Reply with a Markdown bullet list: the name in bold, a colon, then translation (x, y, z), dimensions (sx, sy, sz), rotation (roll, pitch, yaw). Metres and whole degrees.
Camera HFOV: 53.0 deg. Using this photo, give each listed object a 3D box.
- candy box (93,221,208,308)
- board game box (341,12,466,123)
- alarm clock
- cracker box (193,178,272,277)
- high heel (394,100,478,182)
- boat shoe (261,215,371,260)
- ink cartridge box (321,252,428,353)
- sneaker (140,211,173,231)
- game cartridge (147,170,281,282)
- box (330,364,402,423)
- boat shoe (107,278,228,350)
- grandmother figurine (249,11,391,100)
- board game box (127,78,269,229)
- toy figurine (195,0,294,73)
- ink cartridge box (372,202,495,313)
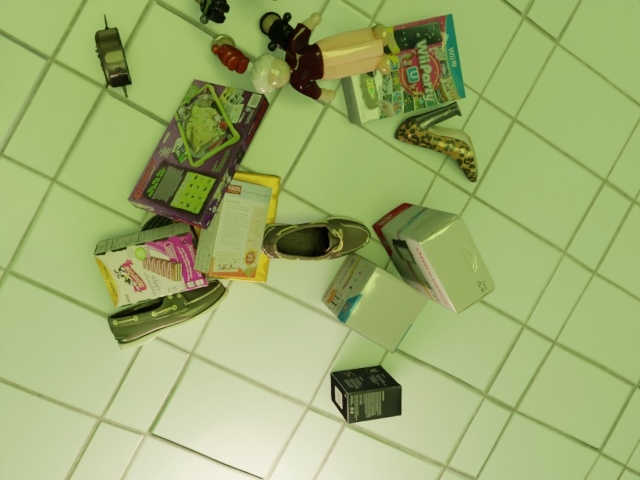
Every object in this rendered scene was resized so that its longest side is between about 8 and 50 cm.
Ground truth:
- **candy box**: translation (-0.405, 0.057, 1.554), dimensions (0.233, 0.071, 0.159), rotation (-14, 119, -3)
- **board game box**: translation (0.208, -0.448, 1.678), dimensions (0.303, 0.097, 0.224), rotation (-17, 104, -13)
- **alarm clock**: translation (-0.482, -0.436, 1.479), dimensions (0.064, 0.129, 0.192), rotation (-12, 74, -11)
- **cracker box**: translation (-0.210, -0.030, 1.555), dimensions (0.156, 0.067, 0.232), rotation (8, 95, -51)
- **high heel**: translation (0.325, -0.244, 1.774), dimensions (0.186, 0.093, 0.261), rotation (-19, 123, 16)
- **boat shoe**: translation (0.000, 0.000, 1.673), dimensions (0.324, 0.097, 0.116), rotation (-2, 102, -28)
- **ink cartridge box**: translation (0.134, 0.155, 1.690), dimensions (0.168, 0.233, 0.171), rotation (32, 90, -16)
- **sneaker**: translation (-0.381, -0.083, 1.558), dimensions (0.057, 0.075, 0.161), rotation (25, 120, -36)
- **game cartridge**: translation (-0.278, -0.046, 1.641), dimensions (0.324, 0.053, 0.285), rotation (7, 98, -14)
- **box**: translation (0.124, 0.422, 1.774), dimensions (0.158, 0.156, 0.093), rotation (-5, 102, -15)
- **boat shoe**: translation (-0.382, 0.169, 1.615), dimensions (0.305, 0.109, 0.091), rotation (-26, 110, -6)
- **grandmother figurine**: translation (-0.006, -0.424, 1.507), dimensions (0.342, 0.104, 0.208), rotation (-20, 109, -17)
- **board game box**: translation (-0.280, -0.208, 1.494), dimensions (0.208, 0.056, 0.347), rotation (19, 73, 18)
- **toy figurine**: translation (-0.176, -0.523, 1.503), dimensions (0.213, 0.148, 0.209), rotation (-28, 136, -6)
- **ink cartridge box**: translation (0.286, 0.036, 1.673), dimensions (0.131, 0.306, 0.226), rotation (-33, 106, -8)
